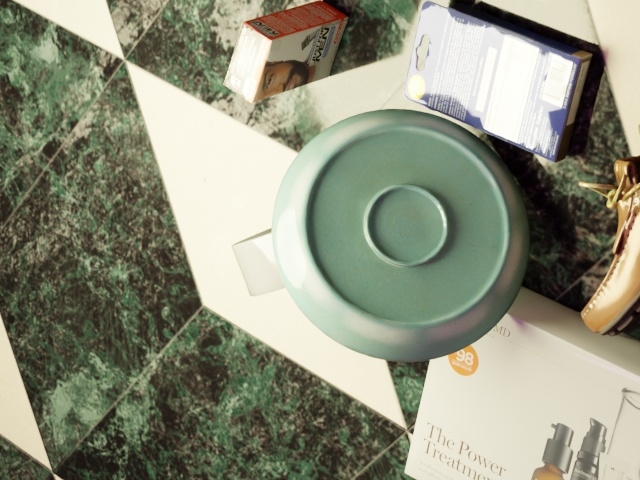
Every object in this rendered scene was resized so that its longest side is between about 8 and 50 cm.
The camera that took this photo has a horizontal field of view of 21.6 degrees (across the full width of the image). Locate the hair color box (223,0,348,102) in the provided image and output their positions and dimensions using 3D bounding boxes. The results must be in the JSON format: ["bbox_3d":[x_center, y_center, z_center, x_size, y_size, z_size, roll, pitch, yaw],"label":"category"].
[{"bbox_3d":[-0.042,-0.240,2.121,0.053,0.167,0.093,35,124,24],"label":"hair color box"}]

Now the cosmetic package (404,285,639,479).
[{"bbox_3d":[0.303,0.238,2.069,0.377,0.097,0.284,25,117,29],"label":"cosmetic package"}]

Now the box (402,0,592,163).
[{"bbox_3d":[0.209,-0.197,2.025,0.225,0.036,0.136,26,120,28],"label":"box"}]

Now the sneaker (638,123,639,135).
[{"bbox_3d":[0.423,-0.081,1.741,0.192,0.064,0.086,47,121,13],"label":"sneaker"}]

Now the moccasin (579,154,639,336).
[{"bbox_3d":[0.382,-0.061,1.870,0.147,0.139,0.380,35,124,25],"label":"moccasin"}]

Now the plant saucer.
[{"bbox_3d":[0.101,-0.014,2.014,0.317,0.317,0.044,57,165,8],"label":"plant saucer"}]

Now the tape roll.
[{"bbox_3d":[0.000,0.000,2.138,0.219,0.219,0.072,-19,93,40],"label":"tape roll"}]
